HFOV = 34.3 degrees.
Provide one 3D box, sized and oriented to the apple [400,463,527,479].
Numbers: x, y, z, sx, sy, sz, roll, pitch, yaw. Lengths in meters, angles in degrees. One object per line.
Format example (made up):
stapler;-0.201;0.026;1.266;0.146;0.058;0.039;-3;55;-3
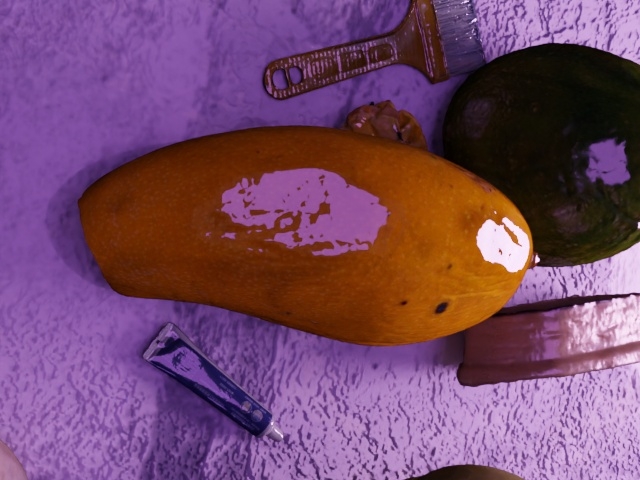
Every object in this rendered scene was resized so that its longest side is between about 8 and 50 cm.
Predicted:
apple;0.080;0.347;0.753;0.357;0.357;0.357;-1;92;-24

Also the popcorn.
popcorn;0.048;-0.087;0.876;0.084;0.084;0.084;-1;92;-24

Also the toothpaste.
toothpaste;-0.081;0.121;0.840;0.140;0.021;0.037;42;68;-18

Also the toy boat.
toy boat;0.199;0.085;0.916;0.188;0.116;0.061;-7;90;-27

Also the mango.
mango;0.000;-0.002;0.788;0.359;0.187;0.144;9;53;-23

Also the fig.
fig;0.233;-0.071;0.860;0.203;0.235;0.203;-2;93;-29

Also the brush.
brush;0.049;-0.162;0.893;0.218;0.010;0.082;-18;99;-23

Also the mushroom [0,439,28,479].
mushroom;-0.272;0.196;0.708;0.154;0.123;0.154;23;62;-53
